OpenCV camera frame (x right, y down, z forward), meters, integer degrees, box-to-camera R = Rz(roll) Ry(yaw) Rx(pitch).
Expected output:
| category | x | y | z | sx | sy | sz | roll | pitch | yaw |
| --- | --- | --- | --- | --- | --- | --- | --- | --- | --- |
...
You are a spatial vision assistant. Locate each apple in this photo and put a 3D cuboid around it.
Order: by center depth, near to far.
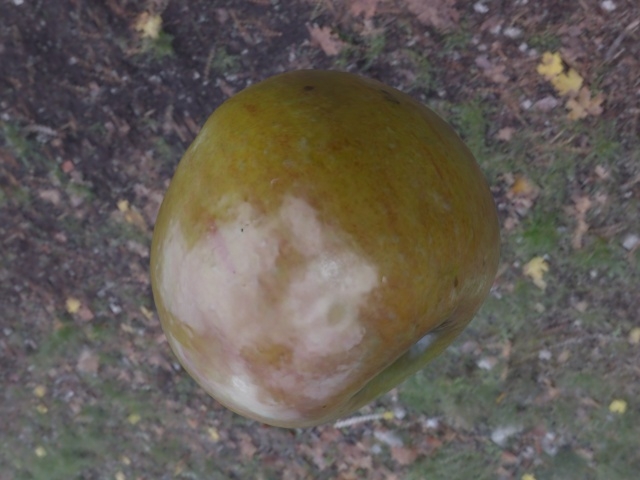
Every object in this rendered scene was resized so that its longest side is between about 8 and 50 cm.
| category | x | y | z | sx | sy | sz | roll | pitch | yaw |
| --- | --- | --- | --- | --- | --- | --- | --- | --- | --- |
| apple | 0.000 | 0.000 | 0.511 | 0.155 | 0.182 | 0.182 | 53 | 141 | 17 |
